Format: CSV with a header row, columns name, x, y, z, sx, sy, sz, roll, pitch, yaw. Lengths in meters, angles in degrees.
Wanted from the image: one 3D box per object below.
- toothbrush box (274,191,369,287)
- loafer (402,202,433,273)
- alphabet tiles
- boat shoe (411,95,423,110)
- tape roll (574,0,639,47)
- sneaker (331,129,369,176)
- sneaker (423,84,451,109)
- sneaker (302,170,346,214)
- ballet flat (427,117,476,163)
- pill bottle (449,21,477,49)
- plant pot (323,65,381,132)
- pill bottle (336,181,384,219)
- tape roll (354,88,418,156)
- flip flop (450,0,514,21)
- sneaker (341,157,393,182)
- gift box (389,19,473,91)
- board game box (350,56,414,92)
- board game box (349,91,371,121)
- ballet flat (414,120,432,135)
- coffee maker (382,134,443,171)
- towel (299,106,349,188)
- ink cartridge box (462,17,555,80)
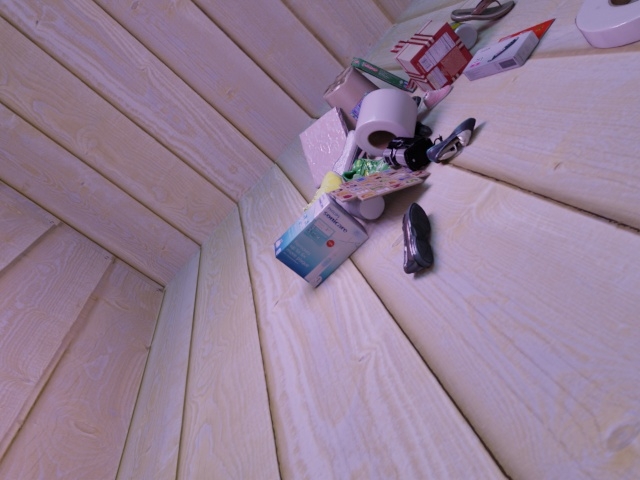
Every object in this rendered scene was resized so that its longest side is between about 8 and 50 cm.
name,x,y,z,sx,sy,sz,roll,pitch,yaw
toothbrush box,0.000,0.000,1.663,0.295,0.216,0.126,-44,24,12
loafer,0.278,-0.011,1.324,0.084,0.096,0.267,-42,25,35
alphabet tiles,0.214,-0.214,1.621,0.343,0.011,0.285,-19,21,-8
boat shoe,0.323,-0.558,2.001,0.340,0.113,0.127,-34,31,51
tape roll,0.926,-0.707,1.211,0.392,0.072,0.392,-41,24,23
sneaker,0.155,-0.374,2.095,0.321,0.128,0.126,-63,36,41
sneaker,0.505,-0.644,1.905,0.134,0.070,0.051,-42,21,18
sneaker,0.013,-0.140,1.843,0.145,0.147,0.384,-19,53,47
ballet flat,0.469,-0.340,1.518,0.203,0.074,0.074,-38,25,14
pill bottle,0.654,-0.974,2.075,0.117,0.117,0.215,-43,23,18
plant pot,0.193,-0.746,2.341,0.334,0.305,0.333,-41,24,23
pill bottle,0.158,-0.155,1.715,0.131,0.131,0.229,-51,23,0
tape roll,0.276,-0.485,1.823,0.246,0.246,0.169,-20,49,51
flip flop,0.738,-1.068,1.997,0.277,0.080,0.112,9,48,27
sneaker,0.202,-0.298,1.864,0.296,0.123,0.109,-26,32,44
gift box,0.486,-0.824,1.983,0.276,0.255,0.258,-40,26,12
board game box,0.322,-0.862,2.267,0.213,0.317,0.046,-107,39,-63
board game box,0.259,-0.607,2.136,0.136,0.201,0.035,-51,22,-4
ballet flat,0.423,-0.465,1.835,0.173,0.049,0.057,-95,21,-66
coffee maker,0.353,-0.342,1.683,0.171,0.120,0.178,-14,19,-17
towel,0.037,-0.488,2.309,0.317,0.053,0.331,-28,74,42
ink cartridge box,0.719,-0.749,1.683,0.239,0.060,0.275,-55,23,-7
